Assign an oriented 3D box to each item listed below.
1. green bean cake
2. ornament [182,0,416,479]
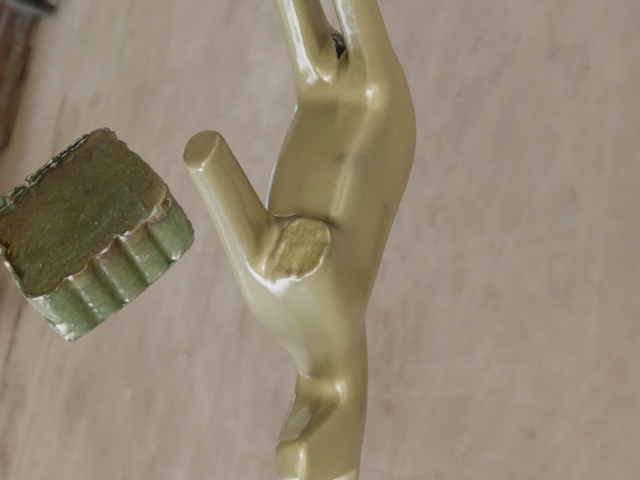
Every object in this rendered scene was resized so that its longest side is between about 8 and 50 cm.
[{"bbox_3d":[-0.229,-0.005,1.461,0.173,0.094,0.181,-40,43,-8],"label":"green bean cake"},{"bbox_3d":[0.000,0.000,0.770,0.245,0.061,0.230,66,-147,-47],"label":"ornament"}]
